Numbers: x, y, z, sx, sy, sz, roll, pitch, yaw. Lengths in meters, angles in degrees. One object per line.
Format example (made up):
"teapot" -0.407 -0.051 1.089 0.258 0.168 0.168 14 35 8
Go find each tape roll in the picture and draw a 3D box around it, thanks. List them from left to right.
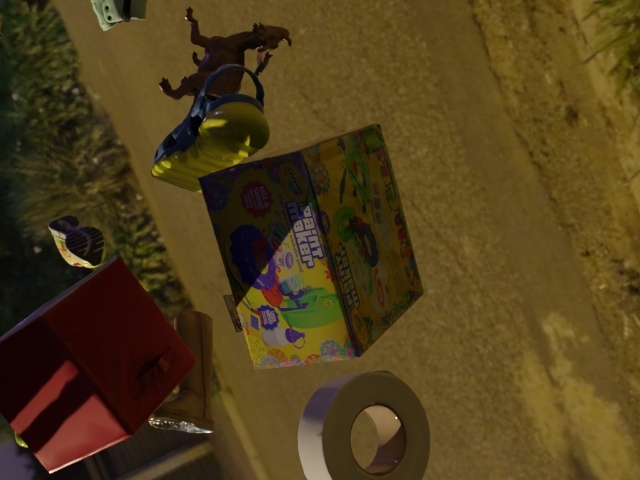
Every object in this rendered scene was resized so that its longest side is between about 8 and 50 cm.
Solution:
"tape roll" 0.096 0.419 1.699 0.100 0.286 0.286 -20 93 55

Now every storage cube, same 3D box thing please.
"storage cube" -0.325 0.169 1.116 0.215 0.184 0.193 -30 100 31

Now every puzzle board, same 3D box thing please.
"puzzle board" -0.172 0.171 1.919 0.011 0.128 0.097 -32 70 29

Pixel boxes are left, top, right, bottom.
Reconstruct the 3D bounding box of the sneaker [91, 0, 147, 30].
"sneaker" -0.459 -0.487 1.561 0.094 0.255 0.151 -111 24 -75

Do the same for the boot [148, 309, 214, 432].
"boot" -0.312 0.288 1.812 0.236 0.089 0.270 50 -146 -66

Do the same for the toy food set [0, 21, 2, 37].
"toy food set" -0.636 -0.339 1.442 0.128 0.218 0.071 -11 134 33

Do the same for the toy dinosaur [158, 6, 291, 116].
"toy dinosaur" -0.190 -0.334 1.606 0.200 0.296 0.127 19 172 13

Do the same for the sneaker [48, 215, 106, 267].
"sneaker" -0.513 0.020 1.732 0.208 0.081 0.094 33 137 48

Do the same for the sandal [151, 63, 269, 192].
"sandal" -0.172 -0.174 1.285 0.317 0.126 0.138 -26 53 50

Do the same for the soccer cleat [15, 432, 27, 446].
"soccer cleat" -0.431 0.231 1.379 0.121 0.093 0.289 45 -144 -31

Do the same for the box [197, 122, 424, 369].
"box" 0.000 0.000 1.205 0.176 0.279 0.290 -11 99 28
